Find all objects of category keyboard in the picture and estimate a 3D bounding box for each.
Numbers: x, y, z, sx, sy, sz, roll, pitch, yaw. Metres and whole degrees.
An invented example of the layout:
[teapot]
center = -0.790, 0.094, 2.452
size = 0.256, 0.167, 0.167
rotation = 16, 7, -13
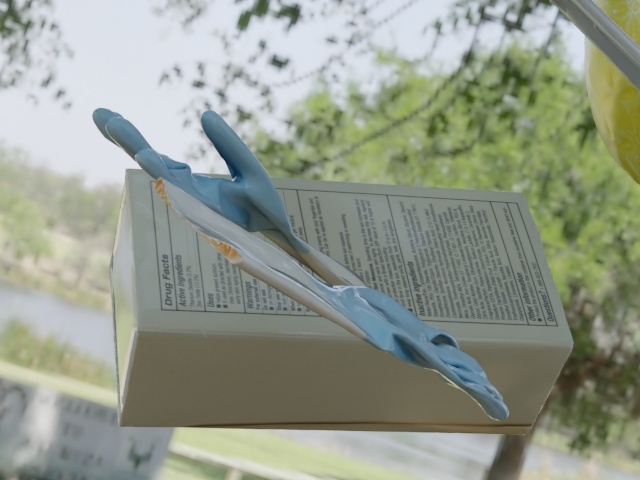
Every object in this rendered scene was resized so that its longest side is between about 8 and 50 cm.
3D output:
[keyboard]
center = 0.185, -0.063, 0.733
size = 0.256, 0.014, 0.072
rotation = 52, 6, 28

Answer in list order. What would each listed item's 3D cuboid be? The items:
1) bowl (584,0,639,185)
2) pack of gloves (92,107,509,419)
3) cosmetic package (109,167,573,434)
[bowl]
center = 0.293, -0.169, 0.931
size = 0.289, 0.289, 0.156
rotation = 16, -26, 37
[pack of gloves]
center = 0.000, 0.000, 0.746
size = 0.232, 0.046, 0.195
rotation = 33, 3, -41
[cosmetic package]
center = 0.008, 0.046, 1.069
size = 0.309, 0.113, 0.160
rotation = 3, 45, -13
